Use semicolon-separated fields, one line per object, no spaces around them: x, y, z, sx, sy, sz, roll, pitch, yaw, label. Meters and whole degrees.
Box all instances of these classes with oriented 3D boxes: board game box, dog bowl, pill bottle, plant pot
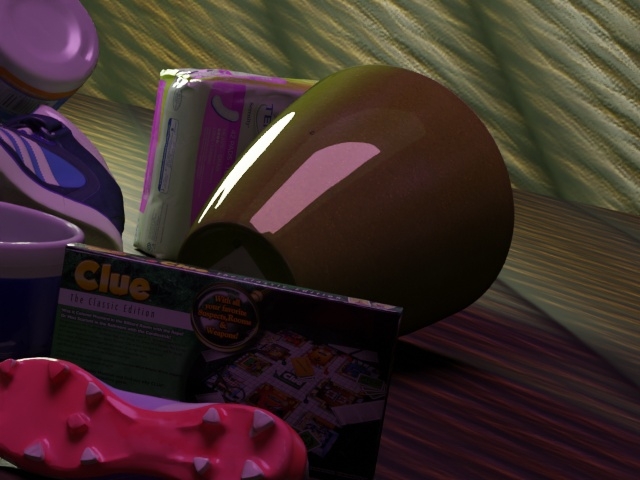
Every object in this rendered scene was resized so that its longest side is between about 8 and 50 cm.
-0.075;0.091;1.452;0.259;0.136;0.030;12;10;10;board game box
-0.344;0.025;1.700;0.265;0.104;0.265;9;8;-1;dog bowl
-0.380;-0.171;2.184;0.152;0.152;0.272;2;-28;-42;pill bottle
0.000;0.000;1.852;0.274;0.275;0.293;14;25;27;plant pot

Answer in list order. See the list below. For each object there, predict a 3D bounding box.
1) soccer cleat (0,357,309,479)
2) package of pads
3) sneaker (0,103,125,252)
-0.127;0.139;1.337;0.248;0.083;0.095;7;-22;18;soccer cleat
-0.064;-0.086;2.331;0.296;0.229;0.101;5;10;-31;package of pads
-0.344;-0.081;1.991;0.322;0.130;0.236;30;19;-25;sneaker
